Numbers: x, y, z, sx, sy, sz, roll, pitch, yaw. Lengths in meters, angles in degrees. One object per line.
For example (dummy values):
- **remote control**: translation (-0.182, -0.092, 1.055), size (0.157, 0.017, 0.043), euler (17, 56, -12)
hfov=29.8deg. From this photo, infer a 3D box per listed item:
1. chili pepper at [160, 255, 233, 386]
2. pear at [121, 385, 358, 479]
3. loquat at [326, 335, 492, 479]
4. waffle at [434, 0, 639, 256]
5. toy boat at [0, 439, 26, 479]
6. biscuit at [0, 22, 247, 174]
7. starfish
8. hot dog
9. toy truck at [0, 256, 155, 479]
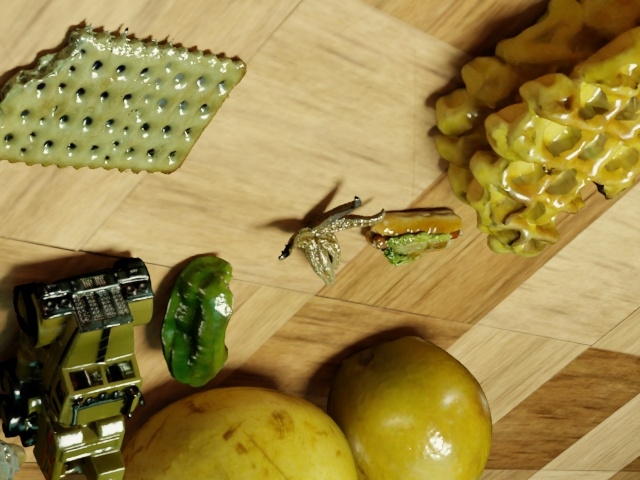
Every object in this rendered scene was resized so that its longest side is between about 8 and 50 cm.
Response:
- **chili pepper**: translation (-0.123, 0.103, 1.218), size (0.073, 0.072, 0.204), euler (-27, 149, -30)
- **pear**: translation (-0.091, 0.292, 1.350), size (0.280, 0.281, 0.281), euler (-21, 149, -13)
- **loquat**: translation (0.118, 0.240, 1.463), size (0.213, 0.246, 0.213), euler (-25, 151, -15)
- **waffle**: translation (0.275, -0.122, 1.153), size (0.324, 0.151, 0.261), euler (-25, 153, -11)
- **toy boat**: translation (-0.397, 0.112, 0.952), size (0.162, 0.136, 0.445), euler (-45, 147, 8)
- **biscuit**: translation (-0.162, -0.105, 0.933), size (0.203, 0.016, 0.144), euler (4, 136, -45)
- **starfish**: translation (-0.002, -0.005, 1.190), size (0.130, 0.041, 0.133), euler (-10, 139, -45)
- **hot dog**: translation (0.101, -0.003, 1.282), size (0.133, 0.041, 0.056), euler (-4, 141, -37)
- **toy truck**: translation (-0.223, 0.131, 1.132), size (0.127, 0.127, 0.257), euler (-10, 142, -27)
